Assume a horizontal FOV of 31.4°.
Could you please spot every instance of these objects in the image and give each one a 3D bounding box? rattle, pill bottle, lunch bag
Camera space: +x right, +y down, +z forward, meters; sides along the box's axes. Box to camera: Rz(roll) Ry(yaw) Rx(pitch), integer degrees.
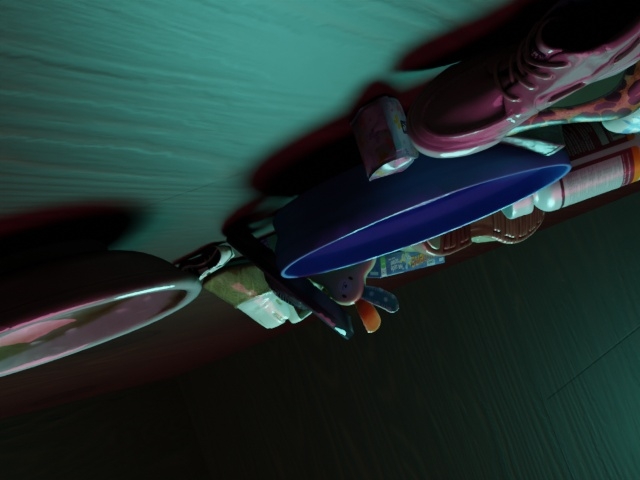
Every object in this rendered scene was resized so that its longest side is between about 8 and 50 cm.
[{"bbox_3d":[0.030,0.040,1.654,0.130,0.199,0.143,-20,172,-1],"label":"rattle"},{"bbox_3d":[0.377,-0.116,1.745,0.221,0.121,0.121,-19,172,-4],"label":"pill bottle"},{"bbox_3d":[0.069,-0.108,1.195,0.053,0.071,0.083,-17,171,-11],"label":"lunch bag"}]

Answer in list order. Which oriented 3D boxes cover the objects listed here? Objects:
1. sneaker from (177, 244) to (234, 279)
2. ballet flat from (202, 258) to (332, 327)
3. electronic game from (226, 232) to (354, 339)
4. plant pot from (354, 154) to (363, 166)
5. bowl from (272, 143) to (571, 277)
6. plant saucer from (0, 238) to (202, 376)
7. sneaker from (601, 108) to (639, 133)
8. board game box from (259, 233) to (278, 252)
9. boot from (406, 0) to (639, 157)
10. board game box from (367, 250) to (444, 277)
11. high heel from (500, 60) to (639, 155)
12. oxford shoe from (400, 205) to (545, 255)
[{"bbox_3d":[-0.173,0.037,1.719,0.109,0.040,0.044,-26,173,38],"label":"sneaker"},{"bbox_3d":[-0.074,0.089,2.022,0.116,0.124,0.342,-25,171,29],"label":"ballet flat"},{"bbox_3d":[-0.044,0.066,1.634,0.048,0.229,0.229,-51,173,-2],"label":"electronic game"},{"bbox_3d":[0.146,-0.129,1.400,0.236,0.032,0.236,-20,172,-3],"label":"plant pot"},{"bbox_3d":[0.120,-0.054,1.449,0.391,0.077,0.391,-20,172,-3],"label":"bowl"},{"bbox_3d":[-0.344,0.080,1.353,0.400,0.100,0.400,-19,172,-3],"label":"plant saucer"},{"bbox_3d":[0.452,-0.206,1.511,0.086,0.085,0.237,14,160,-26],"label":"sneaker"},{"bbox_3d":[0.000,0.000,1.869,0.160,0.047,0.210,-22,171,12],"label":"board game box"},{"bbox_3d":[0.195,-0.170,1.077,0.258,0.095,0.123,-29,166,2],"label":"boot"},{"bbox_3d":[0.094,0.030,1.846,0.136,0.035,0.201,0,-174,36],"label":"board game box"},{"bbox_3d":[0.244,-0.180,1.177,0.186,0.093,0.261,10,143,-32],"label":"high heel"},{"bbox_3d":[0.229,-0.060,1.854,0.146,0.140,0.397,2,-174,43],"label":"oxford shoe"}]
